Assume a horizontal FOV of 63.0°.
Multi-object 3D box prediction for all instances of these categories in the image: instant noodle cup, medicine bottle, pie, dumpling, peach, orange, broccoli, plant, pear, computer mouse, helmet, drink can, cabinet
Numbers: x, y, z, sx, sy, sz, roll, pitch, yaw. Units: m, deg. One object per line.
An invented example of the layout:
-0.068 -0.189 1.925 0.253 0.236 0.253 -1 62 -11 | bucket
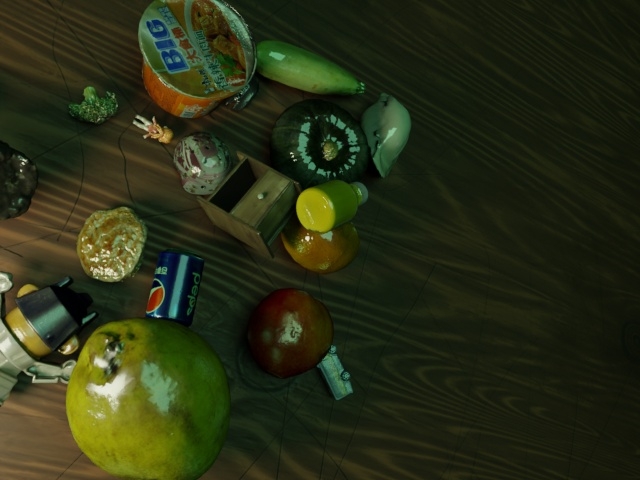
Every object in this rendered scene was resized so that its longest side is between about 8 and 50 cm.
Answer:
-0.337 -0.462 1.360 0.296 0.214 0.296 4 80 -26 | instant noodle cup
0.043 -0.100 1.367 0.212 0.122 0.122 -26 94 -50 | medicine bottle
-0.509 0.007 1.282 0.163 0.079 0.193 20 74 -12 | pie
0.202 -0.317 1.644 0.243 0.175 0.227 -49 146 -11 | dumpling
-0.080 0.249 1.382 0.243 0.199 0.243 5 79 -29 | peach
-0.002 0.001 1.474 0.237 0.179 0.158 39 25 -19 | orange
-0.570 -0.338 1.306 0.095 0.097 0.092 -22 98 -58 | broccoli
-0.742 -0.144 1.123 0.234 0.204 0.178 17 91 21 | plant
-0.365 0.349 1.149 0.352 0.352 0.413 -26 128 -27 | pear
-0.223 -0.435 1.506 0.079 0.047 0.135 38 70 -15 | computer mouse
-0.307 -0.216 1.398 0.153 0.107 0.177 -19 91 -24 | helmet
-0.365 0.128 1.309 0.118 0.118 0.205 13 76 -24 | drink can
-0.172 -0.097 1.357 0.215 0.148 0.175 29 71 21 | cabinet

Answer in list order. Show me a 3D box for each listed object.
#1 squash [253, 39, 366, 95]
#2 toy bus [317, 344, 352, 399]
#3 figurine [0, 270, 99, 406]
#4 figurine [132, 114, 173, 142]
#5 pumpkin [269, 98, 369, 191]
-0.034 -0.508 1.575 0.370 0.118 0.118 9 78 -28 | squash
0.027 0.359 1.497 0.075 0.064 0.190 -28 95 -15 | toy bus
-0.640 0.206 1.150 0.308 0.143 0.308 -7 104 -28 | figurine
-0.443 -0.294 1.380 0.109 0.047 0.064 28 100 -13 | figurine
-0.002 -0.259 1.495 0.300 0.207 0.300 1 86 -20 | pumpkin
